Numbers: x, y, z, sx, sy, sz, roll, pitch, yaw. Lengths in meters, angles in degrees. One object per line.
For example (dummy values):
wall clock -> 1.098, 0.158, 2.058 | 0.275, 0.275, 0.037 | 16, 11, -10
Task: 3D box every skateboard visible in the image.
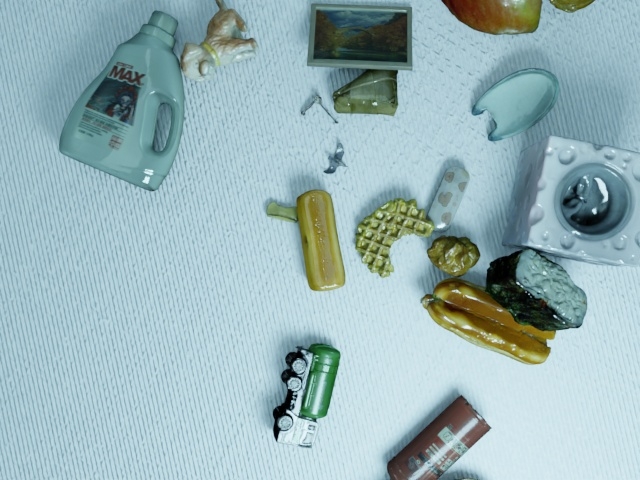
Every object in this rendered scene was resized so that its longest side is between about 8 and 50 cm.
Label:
skateboard -> 0.001, -0.301, 1.671 | 0.064, 0.032, 0.083 | -44, 87, 10

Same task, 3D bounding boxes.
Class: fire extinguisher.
fire extinguisher -> 0.240, 0.507, 1.592 | 0.337, 0.147, 0.106 | -44, 75, -1

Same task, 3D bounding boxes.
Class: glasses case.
glasses case -> 0.304, -0.098, 1.654 | 0.063, 0.041, 0.164 | 24, 91, 3

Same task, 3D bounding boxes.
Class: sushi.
sushi -> 0.474, 0.114, 1.529 | 0.225, 0.127, 0.124 | 34, 61, -15

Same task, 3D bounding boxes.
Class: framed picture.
framed picture -> 0.096, -0.486, 1.645 | 0.249, 0.016, 0.184 | 4, 67, 1

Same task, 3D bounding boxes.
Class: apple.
apple -> 0.402, -0.648, 1.623 | 0.179, 0.254, 0.346 | -16, 90, -42

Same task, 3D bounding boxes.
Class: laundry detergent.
laundry detergent -> -0.424, -0.340, 1.633 | 0.263, 0.125, 0.398 | 23, 87, 2

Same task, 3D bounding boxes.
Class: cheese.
cheese -> -0.089, -0.070, 1.666 | 0.083, 0.030, 0.044 | 14, 68, 6

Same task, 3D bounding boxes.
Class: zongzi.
zongzi -> 0.108, -0.385, 1.649 | 0.160, 0.078, 0.176 | 2, 80, -1

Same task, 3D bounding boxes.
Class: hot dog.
hot dog -> 0.389, 0.183, 1.615 | 0.337, 0.100, 0.135 | 22, 87, -9

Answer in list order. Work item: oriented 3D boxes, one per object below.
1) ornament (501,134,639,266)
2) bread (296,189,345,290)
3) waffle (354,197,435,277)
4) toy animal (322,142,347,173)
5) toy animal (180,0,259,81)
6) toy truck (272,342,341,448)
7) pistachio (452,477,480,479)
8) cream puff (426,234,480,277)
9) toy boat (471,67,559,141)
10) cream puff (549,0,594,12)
ornament -> 0.572, -0.081, 1.552 | 0.238, 0.240, 0.240 | 12, 89, 2
bread -> 0.000, 0.000, 1.641 | 0.092, 0.074, 0.240 | -8, 89, -6
waffle -> 0.172, -0.010, 1.644 | 0.194, 0.051, 0.149 | -34, 88, 8
toy animal -> 0.043, -0.190, 1.666 | 0.050, 0.028, 0.084 | 31, 90, 10
toy animal -> -0.268, -0.473, 1.629 | 0.185, 0.104, 0.184 | -34, 88, -7
toy truck -> -0.034, 0.359, 1.625 | 0.124, 0.101, 0.243 | 15, 87, -11
pistachio -> 0.320, 0.640, 1.599 | 0.210, 0.130, 0.165 | -28, 92, 9
cream puff -> 0.314, 0.031, 1.617 | 0.122, 0.116, 0.094 | 30, 102, -14
toy boat -> 0.470, -0.327, 1.650 | 0.207, 0.079, 0.134 | -35, 81, 11
cream puff -> 0.593, -0.608, 1.629 | 0.126, 0.103, 0.144 | 41, 90, -12
